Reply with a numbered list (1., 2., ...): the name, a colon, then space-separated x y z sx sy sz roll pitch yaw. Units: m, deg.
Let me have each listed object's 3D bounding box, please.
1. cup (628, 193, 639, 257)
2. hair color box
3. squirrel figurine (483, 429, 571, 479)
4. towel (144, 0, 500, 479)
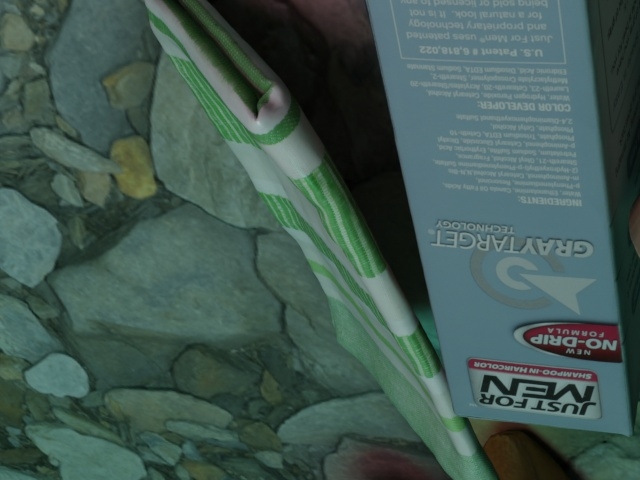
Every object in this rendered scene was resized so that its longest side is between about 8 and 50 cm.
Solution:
1. cup: 0.345 -0.036 0.715 0.331 0.331 0.237 25 114 2
2. hair color box: 0.119 -0.089 0.836 0.113 0.185 0.374 4 133 22
3. squirrel figurine: 0.096 0.387 1.272 0.397 0.281 0.370 43 142 -14
4. towel: 0.000 0.000 0.985 0.038 0.248 0.325 -32 123 -6
